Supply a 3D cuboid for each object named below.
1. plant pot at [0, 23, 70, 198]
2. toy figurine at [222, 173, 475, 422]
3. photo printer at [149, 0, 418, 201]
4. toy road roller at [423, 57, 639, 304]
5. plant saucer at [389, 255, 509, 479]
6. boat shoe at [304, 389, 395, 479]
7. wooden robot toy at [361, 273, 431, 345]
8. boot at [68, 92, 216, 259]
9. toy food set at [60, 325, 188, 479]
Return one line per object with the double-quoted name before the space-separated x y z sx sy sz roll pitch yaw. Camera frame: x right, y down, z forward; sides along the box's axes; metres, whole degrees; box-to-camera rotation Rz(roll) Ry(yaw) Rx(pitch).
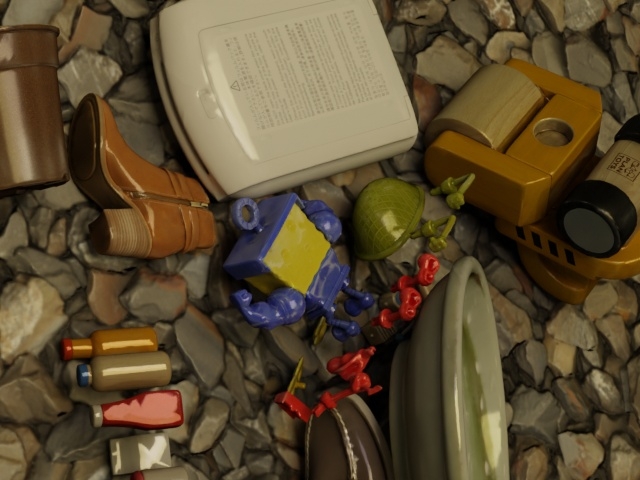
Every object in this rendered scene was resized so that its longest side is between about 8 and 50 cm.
"plant pot" -0.343 -0.130 1.627 0.167 0.167 0.165 -11 89 -35
"toy figurine" 0.000 0.000 1.776 0.217 0.191 0.362 41 57 -21
"photo printer" -0.052 -0.189 1.860 0.307 0.107 0.256 -20 87 -35
"toy road roller" 0.303 -0.062 2.031 0.329 0.240 0.202 29 54 20
"plant saucer" 0.148 0.219 1.787 0.400 0.100 0.400 -4 90 -77
"boat shoe" 0.023 0.335 1.748 0.097 0.116 0.324 -3 83 -37
"wooden robot toy" 0.134 0.076 1.918 0.173 0.079 0.076 -16 85 -36
"boot" -0.202 -0.072 1.757 0.152 0.073 0.197 -3 78 -40
"toy food set" -0.209 0.203 1.640 0.104 0.111 0.232 -3 78 -21
